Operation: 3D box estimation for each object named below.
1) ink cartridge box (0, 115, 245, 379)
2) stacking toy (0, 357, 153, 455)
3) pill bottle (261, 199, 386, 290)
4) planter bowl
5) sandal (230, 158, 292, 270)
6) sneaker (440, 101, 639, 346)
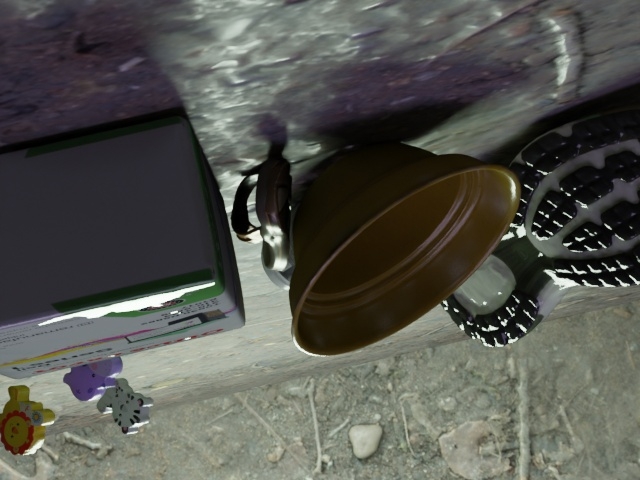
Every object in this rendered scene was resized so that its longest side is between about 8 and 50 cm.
[{"bbox_3d":[-0.168,0.016,1.067,0.201,0.117,0.278,-13,170,-1],"label":"ink cartridge box"},{"bbox_3d":[-0.181,0.086,1.313,0.221,0.052,0.167,-61,156,14],"label":"stacking toy"},{"bbox_3d":[0.000,0.000,1.305,0.078,0.078,0.137,-8,169,-24],"label":"pill bottle"},{"bbox_3d":[0.045,-0.012,1.170,0.217,0.090,0.217,-29,153,-17],"label":"planter bowl"},{"bbox_3d":[-0.048,-0.023,1.163,0.049,0.072,0.180,3,168,1],"label":"sandal"},{"bbox_3d":[0.244,-0.048,1.330,0.182,0.158,0.410,-43,-175,-31],"label":"sneaker"}]
